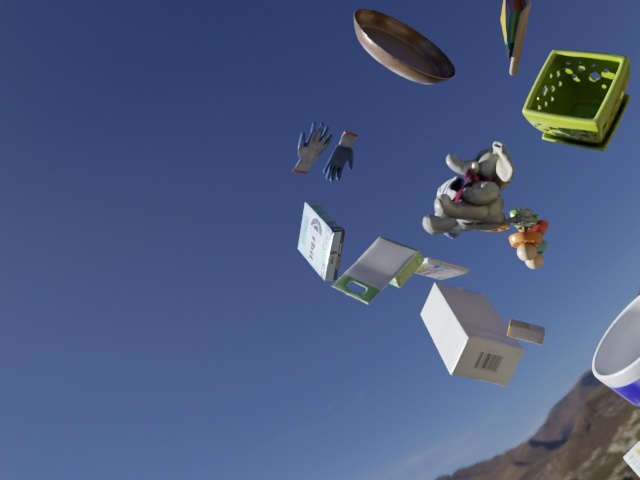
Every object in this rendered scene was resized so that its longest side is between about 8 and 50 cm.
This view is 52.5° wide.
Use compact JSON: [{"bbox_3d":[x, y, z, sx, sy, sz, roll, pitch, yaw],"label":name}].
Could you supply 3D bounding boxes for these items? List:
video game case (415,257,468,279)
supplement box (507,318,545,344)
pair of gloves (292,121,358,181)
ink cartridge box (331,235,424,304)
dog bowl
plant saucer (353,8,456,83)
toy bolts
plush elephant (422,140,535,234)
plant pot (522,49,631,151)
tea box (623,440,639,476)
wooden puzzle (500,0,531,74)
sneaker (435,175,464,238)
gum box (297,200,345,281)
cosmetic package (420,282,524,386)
[{"bbox_3d":[0.474,0.118,2.694,0.193,0.023,0.212,15,-16,-18],"label":"video game case"},{"bbox_3d":[0.584,0.259,1.844,0.062,0.098,0.036,-30,-50,-67],"label":"supplement box"},{"bbox_3d":[0.018,-0.242,1.794,0.198,0.023,0.159,8,-59,-33],"label":"pair of gloves"},{"bbox_3d":[0.172,0.098,1.942,0.235,0.171,0.056,-46,-51,-19],"label":"ink cartridge box"},{"bbox_3d":[0.701,0.215,1.359,0.265,0.104,0.265,-52,-5,-6],"label":"dog bowl"},{"bbox_3d":[0.214,-0.501,1.707,0.311,0.310,0.050,-10,-38,-45],"label":"plant saucer"},{"bbox_3d":[0.651,0.009,2.141,0.218,0.158,0.228,-12,-19,41],"label":"toy bolts"},{"bbox_3d":[0.479,-0.170,1.964,0.330,0.255,0.272,0,-13,7],"label":"plush elephant"},{"bbox_3d":[0.750,-0.391,1.872,0.207,0.228,0.227,38,-103,-51],"label":"plant pot"},{"bbox_3d":[1.111,0.645,1.854,0.323,0.220,0.329,-49,-1,8],"label":"tea box"},{"bbox_3d":[0.507,-0.593,1.705,0.044,0.238,0.221,1,-32,9],"label":"wooden puzzle"},{"bbox_3d":[0.574,-0.153,2.815,0.112,0.296,0.131,17,-36,-21],"label":"sneaker"},{"bbox_3d":[0.000,0.000,1.809,0.041,0.184,0.157,-6,-58,-27],"label":"gum box"},{"bbox_3d":[0.511,0.312,2.239,0.217,0.385,0.156,15,-70,-12],"label":"cosmetic package"}]
